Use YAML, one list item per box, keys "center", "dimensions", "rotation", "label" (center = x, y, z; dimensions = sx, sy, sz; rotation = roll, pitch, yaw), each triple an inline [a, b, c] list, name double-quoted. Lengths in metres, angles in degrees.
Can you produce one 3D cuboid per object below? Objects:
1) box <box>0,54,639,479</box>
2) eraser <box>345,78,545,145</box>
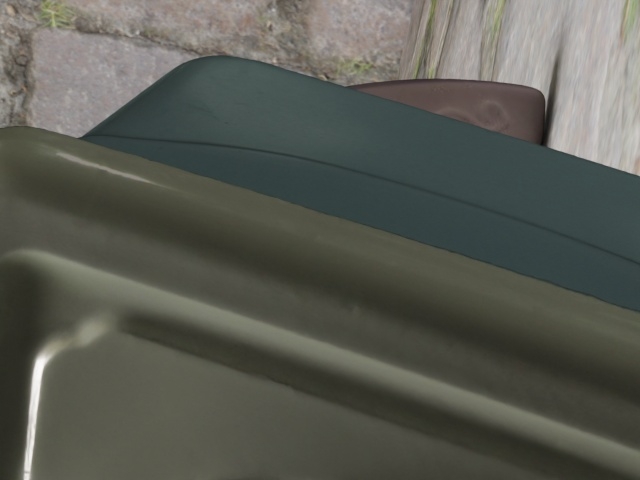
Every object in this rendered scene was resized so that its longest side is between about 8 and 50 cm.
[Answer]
- center: [0.020, 0.056, 0.433]
  dimensions: [0.130, 0.227, 0.162]
  rotation: [-52, -23, -56]
  label: "box"
- center: [0.000, 0.001, 1.020]
  dimensions: [0.059, 0.243, 0.204]
  rotation: [-145, 64, -70]
  label: "eraser"
